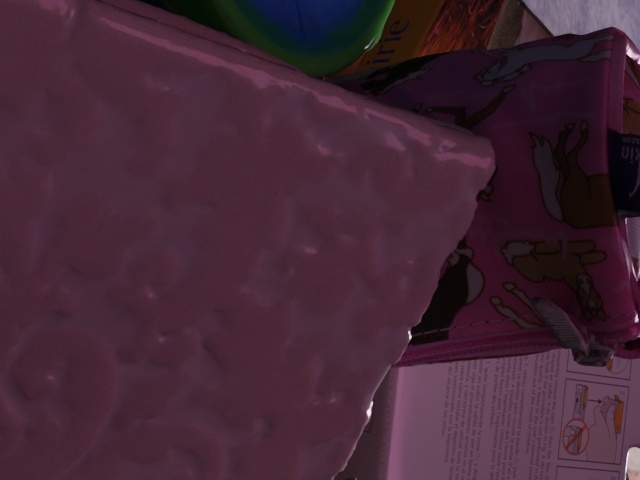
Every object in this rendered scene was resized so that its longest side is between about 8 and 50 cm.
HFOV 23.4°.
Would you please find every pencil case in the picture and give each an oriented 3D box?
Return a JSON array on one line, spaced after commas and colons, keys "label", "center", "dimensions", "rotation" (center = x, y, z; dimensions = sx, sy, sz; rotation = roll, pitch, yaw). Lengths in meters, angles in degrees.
[{"label": "pencil case", "center": [0.000, 0.000, 0.824], "dimensions": [0.167, 0.386, 0.160], "rotation": [-58, 135, -61]}]

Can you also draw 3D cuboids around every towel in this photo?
[{"label": "towel", "center": [-0.122, 0.049, 0.668], "dimensions": [0.317, 0.053, 0.332], "rotation": [16, 111, -27]}]

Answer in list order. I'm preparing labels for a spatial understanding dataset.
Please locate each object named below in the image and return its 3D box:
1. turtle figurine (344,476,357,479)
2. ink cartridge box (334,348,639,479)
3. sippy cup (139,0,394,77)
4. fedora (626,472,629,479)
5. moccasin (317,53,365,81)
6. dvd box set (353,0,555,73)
[{"label": "turtle figurine", "center": [-0.054, 0.300, 0.680], "dimensions": [0.274, 0.198, 0.266], "rotation": [-25, 150, -38]}, {"label": "ink cartridge box", "center": [0.117, 0.165, 0.972], "dimensions": [0.261, 0.066, 0.296], "rotation": [11, 83, -38]}, {"label": "sippy cup", "center": [-0.102, -0.194, 0.799], "dimensions": [0.240, 0.224, 0.306], "rotation": [-47, 129, -49]}, {"label": "fedora", "center": [0.174, 0.194, 1.250], "dimensions": [0.334, 0.152, 0.334], "rotation": [-6, 90, -73]}, {"label": "moccasin", "center": [0.031, -0.268, 1.084], "dimensions": [0.139, 0.147, 0.380], "rotation": [26, 69, -56]}, {"label": "dvd box set", "center": [0.086, 0.062, 1.031], "dimensions": [0.307, 0.062, 0.420], "rotation": [42, 66, -31]}]
